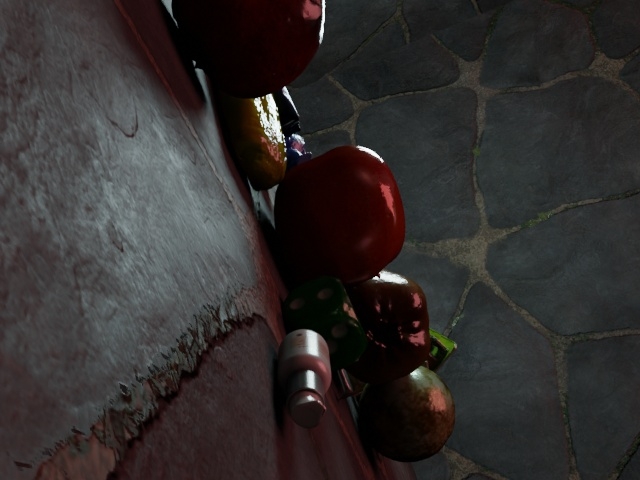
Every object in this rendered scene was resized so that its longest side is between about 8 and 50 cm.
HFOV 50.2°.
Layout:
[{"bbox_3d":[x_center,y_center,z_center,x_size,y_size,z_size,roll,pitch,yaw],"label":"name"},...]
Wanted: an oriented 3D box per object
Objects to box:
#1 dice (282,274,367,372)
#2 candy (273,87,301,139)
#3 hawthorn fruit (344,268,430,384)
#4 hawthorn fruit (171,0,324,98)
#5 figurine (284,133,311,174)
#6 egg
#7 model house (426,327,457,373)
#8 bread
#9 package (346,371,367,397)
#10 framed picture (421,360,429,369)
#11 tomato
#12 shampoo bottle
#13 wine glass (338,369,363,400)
[{"bbox_3d":[0.009,0.149,1.217,0.131,0.120,0.128,-109,175,-61],"label":"dice"},{"bbox_3d":[-0.161,-0.382,1.659,0.077,0.187,0.331,-19,86,-47],"label":"candy"},{"bbox_3d":[0.126,0.193,1.640,0.301,0.267,0.268,-158,-135,-78],"label":"hawthorn fruit"},{"bbox_3d":[-0.109,-0.416,1.284,0.265,0.307,0.265,47,-16,17],"label":"hawthorn fruit"},{"bbox_3d":[-0.112,-0.241,1.764,0.262,0.121,0.164,45,0,41],"label":"figurine"},{"bbox_3d":[0.209,0.430,1.708,0.289,0.238,0.238,121,-50,-71],"label":"egg"},{"bbox_3d":[0.181,0.273,2.081,0.313,0.242,0.357,45,-4,-16],"label":"model house"},{"bbox_3d":[-0.147,-0.273,1.465,0.166,0.112,0.383,65,5,-48],"label":"bread"},{"bbox_3d":[0.121,0.354,1.834,0.031,0.108,0.121,-123,-171,-65],"label":"package"},{"bbox_3d":[0.222,0.453,1.858,0.016,0.184,0.250,-8,91,-60],"label":"framed picture"},{"bbox_3d":[0.037,-0.044,1.472,0.325,0.293,0.290,-69,136,-78],"label":"tomato"},{"bbox_3d":[-0.021,0.185,0.906,0.192,0.074,0.074,-97,165,-72],"label":"shampoo bottle"},{"bbox_3d":[0.030,0.244,1.481,0.066,0.066,0.198,44,25,-82],"label":"wine glass"}]
